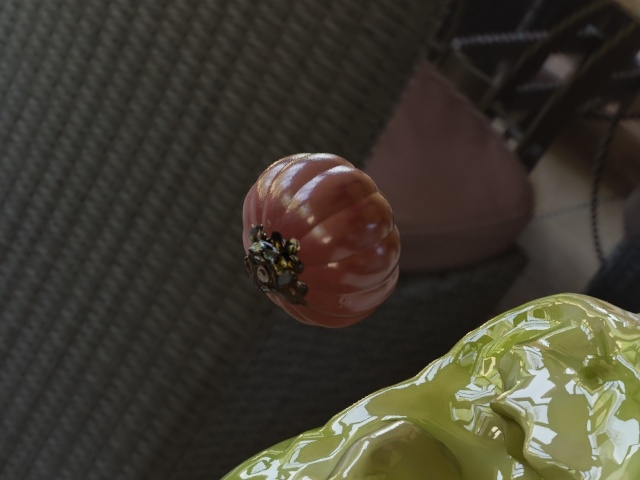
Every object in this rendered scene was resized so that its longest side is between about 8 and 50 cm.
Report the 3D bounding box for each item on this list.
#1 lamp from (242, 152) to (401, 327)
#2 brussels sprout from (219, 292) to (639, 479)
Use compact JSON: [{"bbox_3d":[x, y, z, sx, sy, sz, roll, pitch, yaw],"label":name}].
[{"bbox_3d":[0.000,0.000,0.926,0.092,0.107,0.107,-28,60,-30],"label":"lamp"},{"bbox_3d":[0.118,0.141,0.451,0.344,0.268,0.344,28,34,-20],"label":"brussels sprout"}]
